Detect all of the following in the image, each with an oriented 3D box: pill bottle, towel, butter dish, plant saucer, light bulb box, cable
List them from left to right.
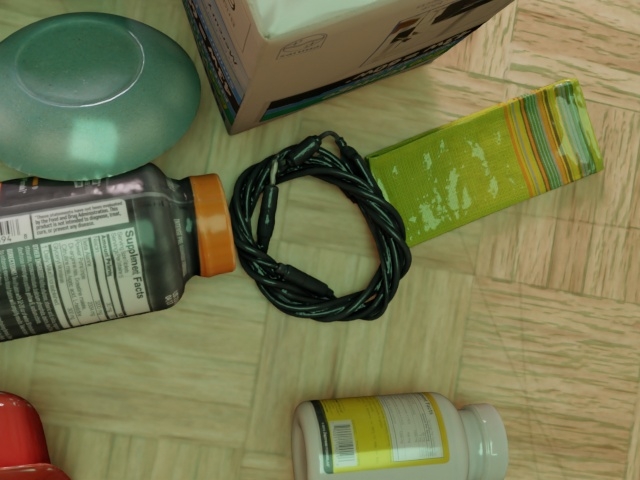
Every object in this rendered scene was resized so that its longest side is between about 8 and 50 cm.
[{"bbox_3d":[-0.289,0.162,0.638,0.160,0.160,0.118,-5,67,-11],"label":"butter dish"},{"bbox_3d":[-0.197,-0.135,0.649,0.194,0.037,0.195,3,56,-5],"label":"plant saucer"},{"bbox_3d":[-0.196,0.006,0.651,0.245,0.130,0.131,-10,91,-12],"label":"pill bottle"},{"bbox_3d":[-0.019,-0.298,0.574,0.225,0.361,0.358,-21,92,-9],"label":"light bulb box"},{"bbox_3d":[0.000,0.000,0.733,0.150,0.047,0.185,-30,95,-10],"label":"cable"},{"bbox_3d":[0.070,0.192,0.715,0.184,0.103,0.103,-1,89,-11],"label":"pill bottle"},{"bbox_3d":[0.167,-0.078,0.781,0.237,0.021,0.102,-22,92,-11],"label":"towel"}]
